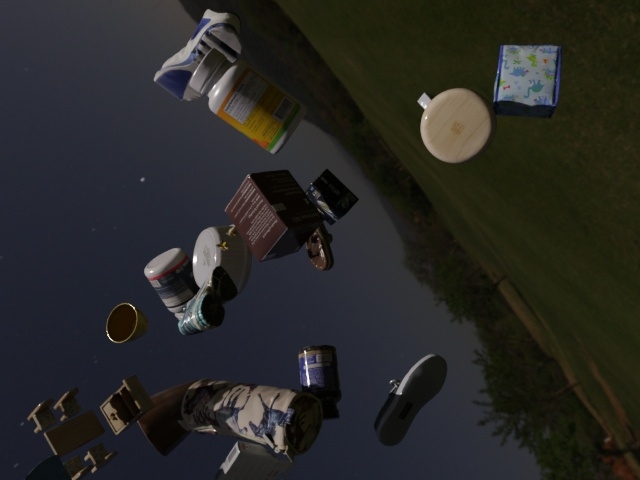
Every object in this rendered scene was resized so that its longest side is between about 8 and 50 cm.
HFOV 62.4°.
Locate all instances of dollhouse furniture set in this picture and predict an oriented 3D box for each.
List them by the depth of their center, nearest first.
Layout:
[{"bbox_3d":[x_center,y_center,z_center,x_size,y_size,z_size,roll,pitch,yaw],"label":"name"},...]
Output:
[{"bbox_3d":[-0.602,0.485,1.420,0.212,0.161,0.242,53,-151,12],"label":"dollhouse furniture set"}]

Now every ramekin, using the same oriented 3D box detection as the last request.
[{"bbox_3d":[-0.366,0.071,1.921,0.127,0.272,0.273,5,-141,-34],"label":"ramekin"}]

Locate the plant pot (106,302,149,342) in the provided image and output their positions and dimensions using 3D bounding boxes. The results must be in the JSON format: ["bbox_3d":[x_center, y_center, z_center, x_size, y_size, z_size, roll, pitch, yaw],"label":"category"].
[{"bbox_3d":[-0.649,0.291,1.817,0.134,0.134,0.095,57,-169,29],"label":"plant pot"}]

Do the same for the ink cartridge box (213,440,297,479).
[{"bbox_3d":[-0.176,0.617,1.426,0.179,0.145,0.045,22,-161,-30],"label":"ink cartridge box"}]

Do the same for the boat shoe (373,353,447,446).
[{"bbox_3d":[0.261,0.459,1.569,0.113,0.306,0.105,27,-175,-14],"label":"boat shoe"}]

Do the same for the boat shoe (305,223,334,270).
[{"bbox_3d":[0.003,-0.006,1.744,0.095,0.095,0.257,3,-135,-31],"label":"boat shoe"}]

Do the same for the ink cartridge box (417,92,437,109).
[{"bbox_3d":[0.468,-0.408,1.810,0.223,0.045,0.224,-6,-124,-44],"label":"ink cartridge box"}]

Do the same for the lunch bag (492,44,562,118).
[{"bbox_3d":[0.443,-0.346,1.136,0.096,0.129,0.151,23,-106,-75],"label":"lunch bag"}]

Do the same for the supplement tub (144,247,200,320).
[{"bbox_3d":[-0.606,0.187,2.266,0.191,0.191,0.272,-102,-14,-68],"label":"supplement tub"}]

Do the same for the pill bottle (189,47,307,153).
[{"bbox_3d":[-0.165,-0.319,1.202,0.246,0.136,0.136,34,-166,-13],"label":"pill bottle"}]

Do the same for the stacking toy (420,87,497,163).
[{"bbox_3d":[0.298,-0.256,1.136,0.141,0.141,0.330,51,-158,-3],"label":"stacking toy"}]

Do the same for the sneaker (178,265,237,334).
[{"bbox_3d":[-0.333,0.171,1.526,0.110,0.122,0.283,57,-162,-15],"label":"sneaker"}]

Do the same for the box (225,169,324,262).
[{"bbox_3d":[-0.136,-0.075,1.548,0.168,0.167,0.203,-16,-116,-50],"label":"box"}]

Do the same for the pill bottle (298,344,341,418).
[{"bbox_3d":[0.000,0.443,1.640,0.123,0.123,0.219,35,-136,-58],"label":"pill bottle"}]

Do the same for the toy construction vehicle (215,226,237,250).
[{"bbox_3d":[-0.288,-0.006,1.666,0.035,0.086,0.098,41,161,-12],"label":"toy construction vehicle"}]

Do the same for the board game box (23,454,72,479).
[{"bbox_3d":[-0.577,0.517,1.075,0.133,0.033,0.168,-62,-23,-48],"label":"board game box"}]

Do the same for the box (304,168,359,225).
[{"bbox_3d":[0.028,-0.140,1.756,0.147,0.077,0.180,44,164,-4],"label":"box"}]

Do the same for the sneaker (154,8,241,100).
[{"bbox_3d":[-0.320,-0.539,1.496,0.127,0.316,0.182,37,-135,-33],"label":"sneaker"}]

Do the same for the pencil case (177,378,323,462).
[{"bbox_3d":[-0.207,0.494,1.496,0.183,0.411,0.159,-43,-56,-51],"label":"pencil case"}]

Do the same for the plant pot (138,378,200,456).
[{"bbox_3d":[-0.508,0.608,1.892,0.215,0.230,0.215,52,167,18],"label":"plant pot"}]
